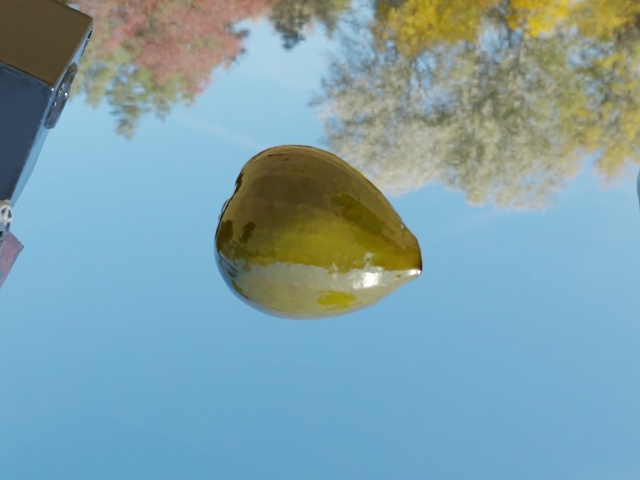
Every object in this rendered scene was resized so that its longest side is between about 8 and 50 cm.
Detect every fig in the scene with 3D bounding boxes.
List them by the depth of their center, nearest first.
[{"bbox_3d":[0.000,0.000,0.350,0.087,0.074,0.074,15,-154,-1],"label":"fig"}]

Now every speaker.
[{"bbox_3d":[-0.393,-0.146,0.856,0.232,0.254,0.184,24,-147,-16],"label":"speaker"}]

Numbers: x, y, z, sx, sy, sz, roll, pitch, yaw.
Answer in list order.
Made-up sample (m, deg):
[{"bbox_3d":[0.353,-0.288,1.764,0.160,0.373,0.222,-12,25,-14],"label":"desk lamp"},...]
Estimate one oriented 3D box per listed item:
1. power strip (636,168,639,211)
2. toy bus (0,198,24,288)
[{"bbox_3d":[0.196,-0.037,0.277,0.141,0.261,0.229,-13,168,-21],"label":"power strip"},{"bbox_3d":[-0.205,-0.014,0.388,0.065,0.192,0.077,19,-110,7],"label":"toy bus"}]
